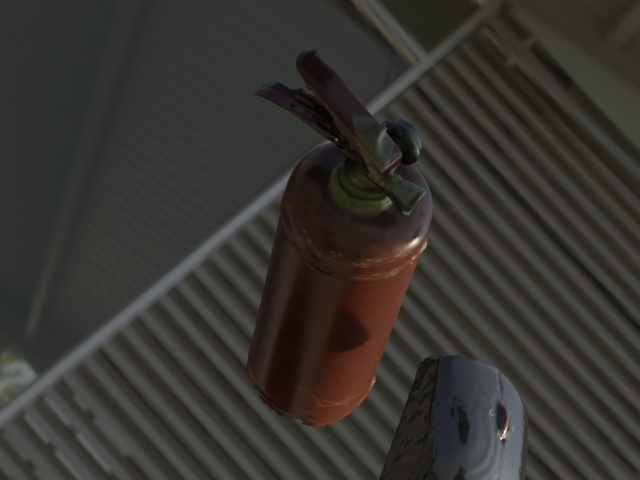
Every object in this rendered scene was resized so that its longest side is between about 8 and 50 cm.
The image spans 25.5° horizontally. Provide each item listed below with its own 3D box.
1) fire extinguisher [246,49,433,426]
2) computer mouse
[{"bbox_3d":[0.000,0.000,1.020,0.147,0.106,0.337,35,-34,14],"label":"fire extinguisher"},{"bbox_3d":[0.148,0.258,1.501,0.100,0.269,0.170,-2,-31,41],"label":"computer mouse"}]
